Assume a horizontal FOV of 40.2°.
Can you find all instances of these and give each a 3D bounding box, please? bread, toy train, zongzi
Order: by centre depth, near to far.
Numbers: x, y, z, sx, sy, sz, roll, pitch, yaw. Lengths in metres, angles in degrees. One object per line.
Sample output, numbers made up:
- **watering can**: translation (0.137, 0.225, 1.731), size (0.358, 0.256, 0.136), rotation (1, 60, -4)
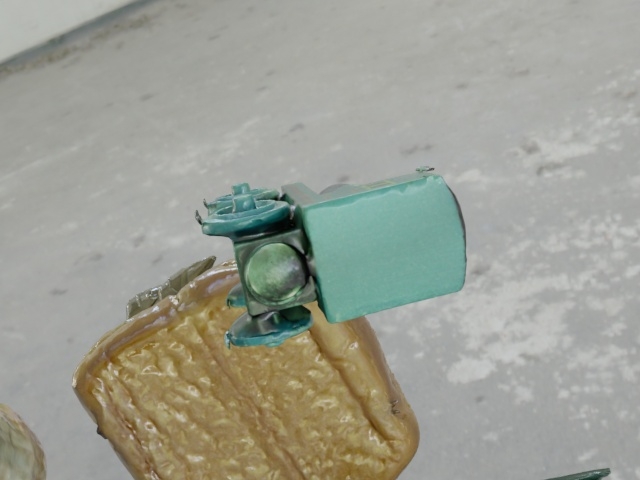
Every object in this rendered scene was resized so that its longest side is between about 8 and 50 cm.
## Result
- **toy train**: translation (0.000, 0.000, 0.755), size (0.194, 0.120, 0.298), rotation (-14, 8, -4)
- **bread**: translation (-0.075, 0.187, 1.027), size (0.328, 0.337, 0.148), rotation (-34, 13, 5)
- **zongzi**: translation (-0.166, 0.117, 1.293), size (0.178, 0.189, 0.081), rotation (-33, 34, 19)

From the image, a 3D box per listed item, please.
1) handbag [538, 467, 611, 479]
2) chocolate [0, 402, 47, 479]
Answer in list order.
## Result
- **handbag**: translation (0.419, 0.522, 1.743), size (0.239, 0.089, 0.326), rotation (-9, -18, -13)
- **chocolate**: translation (-0.313, 0.173, 0.713), size (0.134, 0.309, 0.134), rotation (-2, 67, 5)
